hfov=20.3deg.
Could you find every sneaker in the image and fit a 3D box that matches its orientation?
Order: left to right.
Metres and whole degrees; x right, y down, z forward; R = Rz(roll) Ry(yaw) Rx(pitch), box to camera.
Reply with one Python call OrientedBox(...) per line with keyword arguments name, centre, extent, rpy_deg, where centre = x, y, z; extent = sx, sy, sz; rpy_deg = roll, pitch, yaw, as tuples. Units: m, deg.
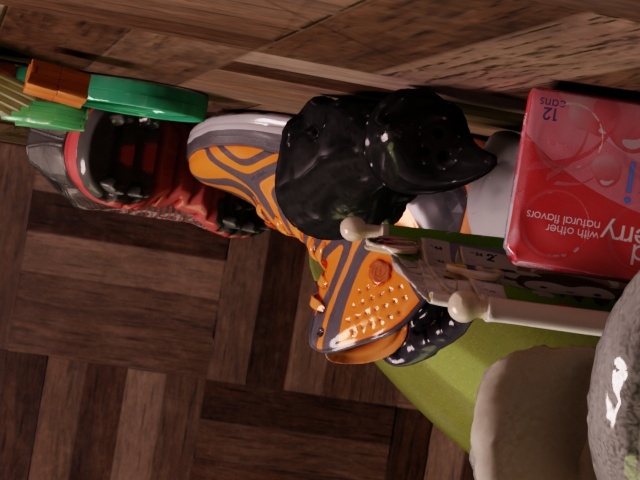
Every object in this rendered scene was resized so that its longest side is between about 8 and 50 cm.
OrientedBox(name="sneaker", centre=(-0.143, -0.064, 1.545), extent=(0.135, 0.098, 0.276), rpy_deg=(8, 177, 38))
OrientedBox(name="sneaker", centre=(0.000, 0.000, 1.371), extent=(0.124, 0.180, 0.321), rpy_deg=(10, 179, -42))

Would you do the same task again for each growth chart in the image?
OrientedBox(name="growth chart", centre=(0.118, 0.023, 0.960), extent=(0.172, 0.021, 0.237), rpy_deg=(5, -171, -13))

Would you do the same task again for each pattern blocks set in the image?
OrientedBox(name="pattern blocks set", centre=(-0.286, -0.112, 1.174), extent=(0.285, 0.026, 0.325), rpy_deg=(7, 175, 27))

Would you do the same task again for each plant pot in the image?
OrientedBox(name="plant pot", centre=(0.135, 0.046, 1.586), extent=(0.293, 0.275, 0.275), rpy_deg=(29, 167, -39))

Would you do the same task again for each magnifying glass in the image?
OrientedBox(name="magnifying glass", centre=(-0.196, -0.114, 1.291), extent=(0.231, 0.026, 0.092), rpy_deg=(7, 179, -7))

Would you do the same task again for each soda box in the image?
OrientedBox(name="soda box", centre=(0.228, -0.012, 0.891), extent=(0.263, 0.092, 0.083), rpy_deg=(9, -178, 9))

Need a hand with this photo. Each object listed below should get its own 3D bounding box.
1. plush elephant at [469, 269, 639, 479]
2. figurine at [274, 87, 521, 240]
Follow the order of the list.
OrientedBox(name="plush elephant", centre=(0.196, 0.052, 0.642), extent=(0.272, 0.330, 0.255), rpy_deg=(2, -160, -14))
OrientedBox(name="figurine", centre=(0.101, -0.039, 1.074), extent=(0.215, 0.092, 0.209), rpy_deg=(8, 176, -15))
